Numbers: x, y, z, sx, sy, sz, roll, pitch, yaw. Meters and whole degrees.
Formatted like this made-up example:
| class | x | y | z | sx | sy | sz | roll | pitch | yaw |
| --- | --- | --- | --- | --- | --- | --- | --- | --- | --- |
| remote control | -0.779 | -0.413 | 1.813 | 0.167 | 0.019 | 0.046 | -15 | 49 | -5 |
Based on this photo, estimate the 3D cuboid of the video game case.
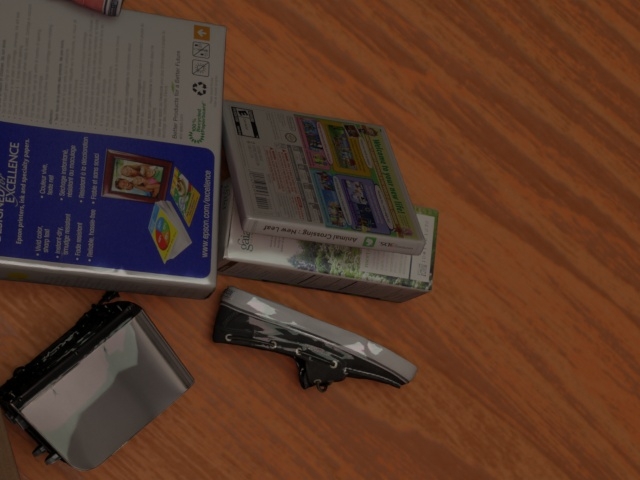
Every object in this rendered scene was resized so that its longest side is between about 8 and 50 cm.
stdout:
| class | x | y | z | sx | sy | sz | roll | pitch | yaw |
| --- | --- | --- | --- | --- | --- | --- | --- | --- | --- |
| video game case | -0.003 | -0.067 | 1.754 | 0.193 | 0.212 | 0.023 | 8 | 126 | -18 |

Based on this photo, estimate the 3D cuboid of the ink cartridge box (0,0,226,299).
| class | x | y | z | sx | sy | sz | roll | pitch | yaw |
| --- | --- | --- | --- | --- | --- | --- | --- | --- | --- |
| ink cartridge box | -0.253 | -0.101 | 1.708 | 0.307 | 0.072 | 0.303 | 7 | 69 | -15 |

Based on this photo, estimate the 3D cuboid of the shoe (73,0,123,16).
| class | x | y | z | sx | sy | sz | roll | pitch | yaw |
| --- | --- | --- | --- | --- | --- | --- | --- | --- | --- |
| shoe | -0.229 | -0.313 | 1.749 | 0.081 | 0.063 | 0.178 | 15 | 54 | -6 |

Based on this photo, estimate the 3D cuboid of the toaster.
| class | x | y | z | sx | sy | sz | roll | pitch | yaw |
| --- | --- | --- | --- | --- | --- | --- | --- | --- | --- |
| toaster | -0.226 | 0.140 | 1.681 | 0.186 | 0.168 | 0.110 | -40 | 101 | -16 |

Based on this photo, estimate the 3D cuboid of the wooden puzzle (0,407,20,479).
| class | x | y | z | sx | sy | sz | roll | pitch | yaw |
| --- | --- | --- | --- | --- | --- | --- | --- | --- | --- |
| wooden puzzle | -0.466 | 0.182 | 1.576 | 0.322 | 0.080 | 0.348 | -8 | 45 | -18 |

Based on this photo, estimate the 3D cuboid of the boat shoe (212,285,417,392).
| class | x | y | z | sx | sy | sz | roll | pitch | yaw |
| --- | --- | --- | --- | --- | --- | --- | --- | --- | --- |
| boat shoe | -0.010 | 0.123 | 1.800 | 0.228 | 0.080 | 0.076 | 23 | 85 | -14 |

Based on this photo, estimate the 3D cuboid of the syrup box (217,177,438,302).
| class | x | y | z | sx | sy | sz | roll | pitch | yaw |
| --- | --- | --- | --- | --- | --- | --- | --- | --- | --- |
| syrup box | 0.000 | 0.000 | 1.800 | 0.237 | 0.096 | 0.093 | 9 | 78 | -16 |
